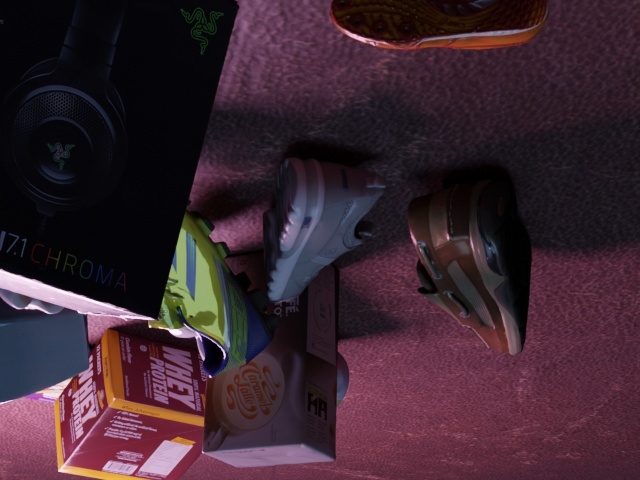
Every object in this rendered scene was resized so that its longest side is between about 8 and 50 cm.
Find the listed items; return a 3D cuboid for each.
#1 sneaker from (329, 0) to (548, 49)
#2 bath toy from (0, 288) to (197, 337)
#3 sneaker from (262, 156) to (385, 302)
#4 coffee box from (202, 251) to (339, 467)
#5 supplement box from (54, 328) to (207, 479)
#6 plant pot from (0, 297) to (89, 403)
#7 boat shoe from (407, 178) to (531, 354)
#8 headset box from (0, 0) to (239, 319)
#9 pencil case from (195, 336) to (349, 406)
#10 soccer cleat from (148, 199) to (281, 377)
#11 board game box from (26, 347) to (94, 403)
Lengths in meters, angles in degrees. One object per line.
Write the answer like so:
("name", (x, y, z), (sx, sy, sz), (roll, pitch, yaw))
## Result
("sneaker", (0.095, -0.175, 1.056), (0.175, 0.064, 0.067), (4, 168, 3))
("bath toy", (-0.257, 0.013, 1.467), (0.348, 0.151, 0.129), (17, -170, -38))
("sneaker", (0.000, 0.000, 1.431), (0.115, 0.105, 0.281), (0, 161, -10))
("coffee box", (-0.057, 0.143, 1.594), (0.141, 0.247, 0.098), (-8, 157, 24))
("supplement box", (-0.273, 0.258, 1.970), (0.191, 0.129, 0.194), (17, 131, -30))
("plant pot", (-0.403, 0.098, 1.590), (0.234, 0.166, 0.166), (-4, 133, -8))
("boat shoe", (0.171, 0.028, 1.483), (0.119, 0.123, 0.324), (1, 150, 17))
("headset box", (-0.216, -0.108, 0.986), (0.246, 0.283, 0.131), (23, 166, -38))
("pencil case", (-0.061, 0.163, 1.807), (0.113, 0.124, 0.273), (-9, 156, 25))
("soccer cleat", (-0.154, 0.036, 1.411), (0.289, 0.121, 0.093), (55, 172, -31))
("board game box", (-0.480, 0.192, 2.027), (0.346, 0.056, 0.208), (17, 158, -31))
